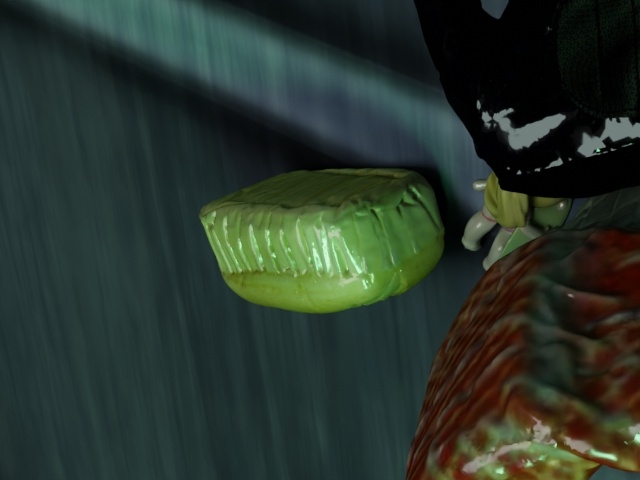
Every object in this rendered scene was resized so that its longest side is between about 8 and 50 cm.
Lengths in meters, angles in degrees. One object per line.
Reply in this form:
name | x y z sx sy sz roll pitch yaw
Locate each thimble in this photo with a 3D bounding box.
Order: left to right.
thimble | 0.217 0.174 0.950 0.350 0.230 0.350 10 127 13

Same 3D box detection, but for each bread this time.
bread | 0.000 0.000 1.272 0.236 0.140 0.106 4 116 52

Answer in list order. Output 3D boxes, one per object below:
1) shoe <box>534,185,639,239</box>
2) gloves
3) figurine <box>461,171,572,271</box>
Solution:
shoe | 0.223 0.034 1.058 0.125 0.099 0.227 47 129 -6
gloves | 0.150 -0.174 0.988 0.197 0.152 0.301 -18 89 32
figurine | 0.152 -0.026 1.135 0.083 0.083 0.187 54 151 15
